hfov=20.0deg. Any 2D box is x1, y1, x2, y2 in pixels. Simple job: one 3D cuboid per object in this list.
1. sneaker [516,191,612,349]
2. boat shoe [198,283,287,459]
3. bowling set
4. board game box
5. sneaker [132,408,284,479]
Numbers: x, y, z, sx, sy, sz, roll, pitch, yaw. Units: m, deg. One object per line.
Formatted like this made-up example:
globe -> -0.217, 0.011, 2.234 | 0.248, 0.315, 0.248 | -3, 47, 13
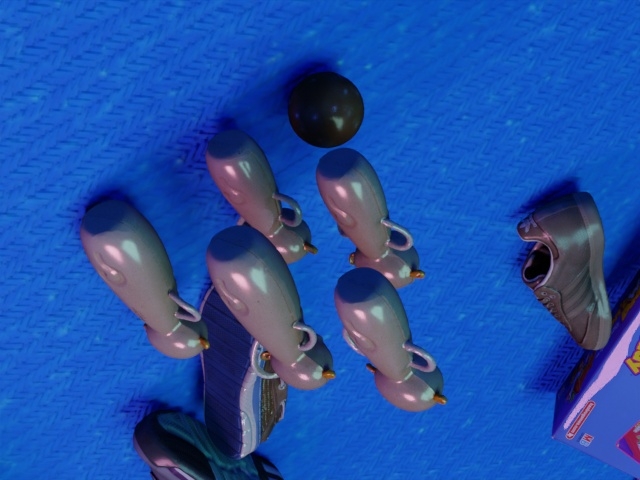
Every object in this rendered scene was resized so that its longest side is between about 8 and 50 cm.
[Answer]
sneaker -> 0.208, 0.030, 1.573 | 0.071, 0.066, 0.188 | -14, 136, -1
boat shoe -> -0.053, 0.086, 1.418 | 0.066, 0.066, 0.183 | -31, 144, -36
bowling set -> 0.000, 0.000, 1.261 | 0.200, 0.287, 0.154 | -54, 140, -24
board game box -> 0.395, 0.086, 1.643 | 0.233, 0.078, 0.347 | 27, 120, -4
sneaker -> -0.105, 0.213, 1.495 | 0.098, 0.083, 0.224 | -37, 144, 10
